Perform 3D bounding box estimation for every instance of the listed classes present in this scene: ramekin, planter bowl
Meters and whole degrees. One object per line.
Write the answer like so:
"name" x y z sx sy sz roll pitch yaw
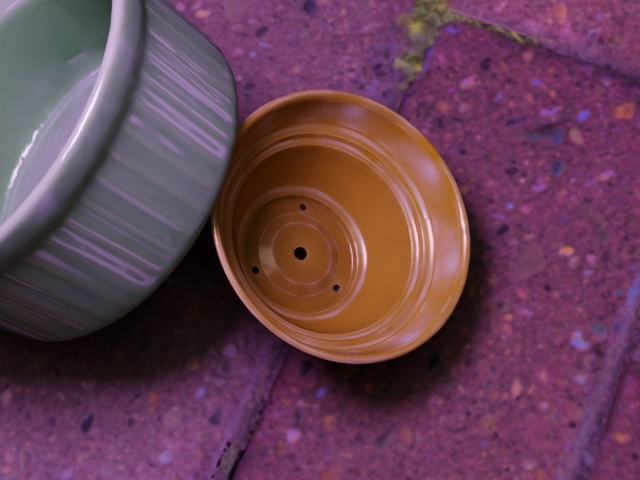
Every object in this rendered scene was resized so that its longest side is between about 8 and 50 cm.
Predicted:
"ramekin" -0.204 -0.072 1.441 0.303 0.148 0.303 -26 47 32
"planter bowl" 0.000 0.000 1.487 0.217 0.090 0.217 8 70 -24
